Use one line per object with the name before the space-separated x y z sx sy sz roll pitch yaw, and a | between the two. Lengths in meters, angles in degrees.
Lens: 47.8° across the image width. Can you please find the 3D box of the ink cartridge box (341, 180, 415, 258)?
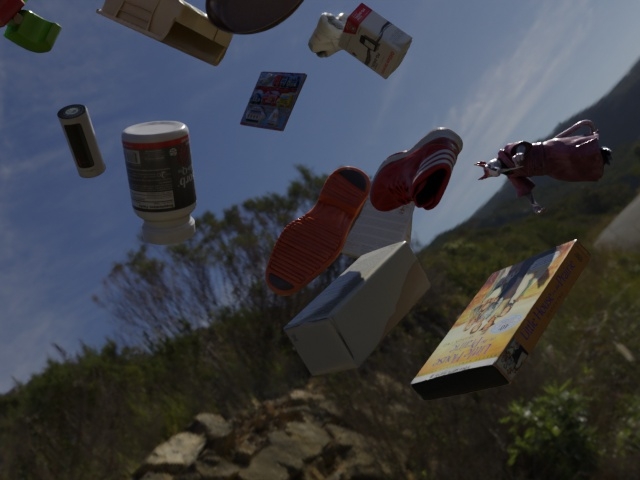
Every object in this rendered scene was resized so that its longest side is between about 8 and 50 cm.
ink cartridge box | 0.175 -0.046 2.043 0.056 0.181 0.224 43 -115 -59

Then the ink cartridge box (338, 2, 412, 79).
ink cartridge box | 0.129 -0.472 1.714 0.063 0.150 0.109 -51 -5 -27

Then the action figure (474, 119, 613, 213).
action figure | 0.629 -0.246 2.076 0.248 0.370 0.275 73 -163 -50

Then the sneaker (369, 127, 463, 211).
sneaker | 0.144 -0.091 1.227 0.221 0.087 0.128 -46 15 46

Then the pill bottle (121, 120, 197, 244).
pill bottle | -0.507 -0.185 2.312 0.210 0.210 0.362 -32 -54 -49

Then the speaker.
speaker | -0.452 -0.187 1.370 0.055 0.055 0.136 -38 -40 -33

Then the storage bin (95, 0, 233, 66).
storage bin | -0.416 -0.601 1.981 0.123 0.260 0.262 -65 -23 8

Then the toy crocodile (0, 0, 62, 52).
toy crocodile | -0.562 -0.428 1.140 0.115 0.105 0.340 -58 -47 -20

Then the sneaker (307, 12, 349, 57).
sneaker | 0.036 -0.532 1.900 0.115 0.090 0.232 -42 -15 30

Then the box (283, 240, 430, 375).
box | 0.083 0.136 1.499 0.148 0.121 0.311 -20 14 45

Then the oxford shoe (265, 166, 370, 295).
oxford shoe | 0.000 0.000 1.602 0.363 0.130 0.132 -51 -15 -31

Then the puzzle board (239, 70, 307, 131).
puzzle board | -0.079 -0.225 1.150 0.011 0.128 0.096 26 -94 -38

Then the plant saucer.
plant saucer | -0.146 -0.634 1.824 0.310 0.310 0.050 -46 -37 -2

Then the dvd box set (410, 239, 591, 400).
dvd box set | 0.414 0.186 1.667 0.420 0.062 0.307 -45 6 -32
